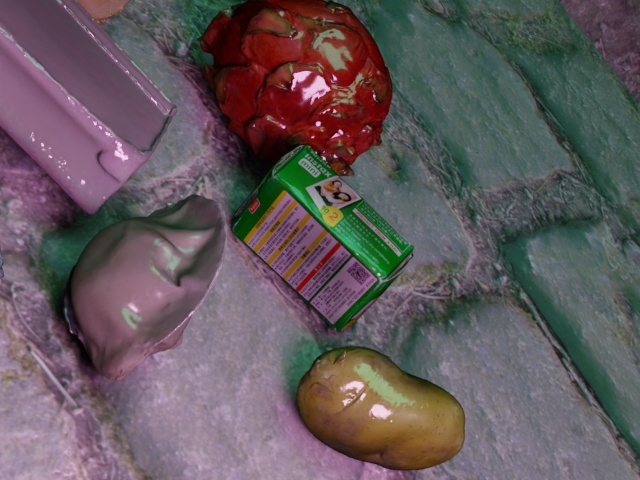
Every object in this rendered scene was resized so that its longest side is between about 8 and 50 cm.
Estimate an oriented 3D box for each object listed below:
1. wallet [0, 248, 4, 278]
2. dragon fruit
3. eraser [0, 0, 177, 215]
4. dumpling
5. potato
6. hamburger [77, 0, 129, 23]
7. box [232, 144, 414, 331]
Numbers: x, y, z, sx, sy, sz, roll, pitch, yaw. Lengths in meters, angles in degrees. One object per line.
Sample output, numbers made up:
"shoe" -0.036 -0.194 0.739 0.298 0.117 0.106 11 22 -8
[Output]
"wallet" -0.540 -0.041 1.399 0.342 0.075 0.237 -4 47 -29
"dragon fruit" -0.034 -0.253 2.037 0.277 0.277 0.342 -14 71 -51
"eraser" -0.371 -0.238 1.718 0.359 0.122 0.272 46 19 -14
"dumpling" -0.225 0.039 1.602 0.163 0.204 0.293 23 48 -10
"potato" 0.084 0.234 1.747 0.248 0.169 0.143 22 70 -14
"hamburger" -0.407 -0.459 1.929 0.302 0.170 0.302 17 55 -26
"box" 0.000 0.000 1.891 0.250 0.180 0.103 44 46 1
